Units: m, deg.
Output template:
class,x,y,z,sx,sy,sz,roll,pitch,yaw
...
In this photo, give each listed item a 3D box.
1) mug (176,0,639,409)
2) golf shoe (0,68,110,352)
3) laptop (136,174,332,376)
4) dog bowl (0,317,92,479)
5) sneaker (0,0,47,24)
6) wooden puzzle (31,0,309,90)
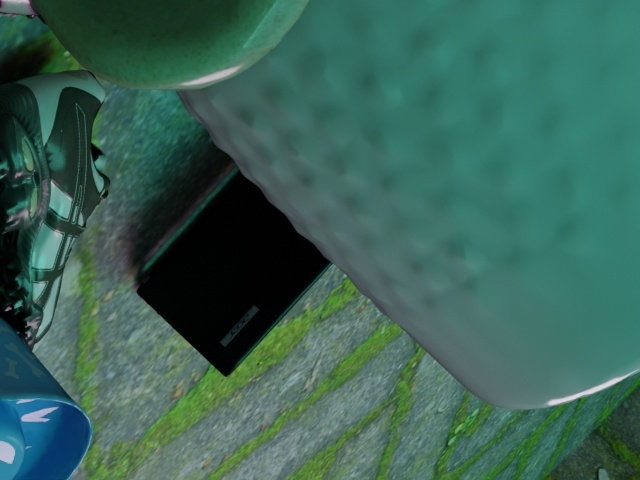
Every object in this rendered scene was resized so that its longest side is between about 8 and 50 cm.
class,x,y,z,sx,sy,sz,roll,pitch,yaw
mug,0.070,-0.147,0.572,0.276,0.328,0.374,-51,-168,-25
golf shoe,-0.153,-0.010,0.818,0.094,0.077,0.198,-34,155,-36
laptop,0.000,0.000,1.050,0.234,0.136,0.264,-47,158,-6
dog bowl,-0.253,0.099,0.717,0.297,0.074,0.166,3,138,-49
sneaker,-0.147,-0.130,0.668,0.077,0.072,0.178,-39,151,5
wooden puzzle,-0.053,-0.257,0.305,0.080,0.322,0.348,-1,131,-40
